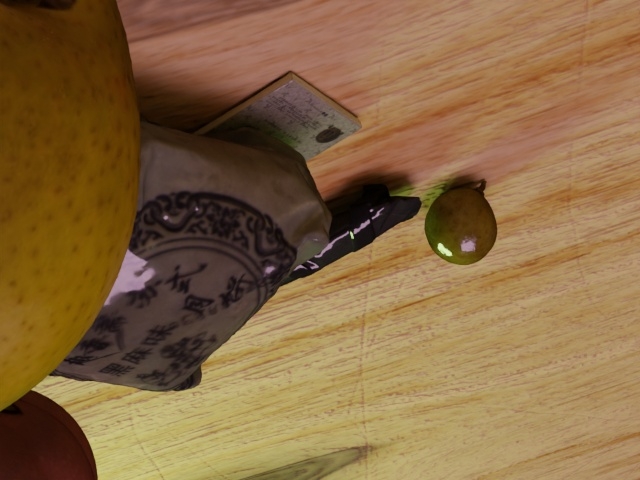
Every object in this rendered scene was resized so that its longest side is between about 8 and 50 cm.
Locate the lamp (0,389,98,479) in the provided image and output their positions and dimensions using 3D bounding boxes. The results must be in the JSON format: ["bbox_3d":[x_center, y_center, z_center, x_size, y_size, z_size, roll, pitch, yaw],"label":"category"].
[{"bbox_3d":[-0.344,0.208,1.726,0.305,0.240,0.305,-1,-165,0],"label":"lamp"}]

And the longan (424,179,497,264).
[{"bbox_3d":[0.133,-0.019,1.817,0.083,0.075,0.075,-59,157,-15],"label":"longan"}]

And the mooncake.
[{"bbox_3d":[-0.137,0.020,1.569,0.250,0.136,0.254,10,133,-43],"label":"mooncake"}]

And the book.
[{"bbox_3d":[-0.063,-0.074,1.634,0.172,0.012,0.118,-30,151,20],"label":"book"}]

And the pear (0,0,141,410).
[{"bbox_3d":[-0.291,-0.038,1.170,0.362,0.362,0.418,11,134,-45],"label":"pear"}]

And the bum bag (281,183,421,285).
[{"bbox_3d":[0.000,0.000,1.781,0.197,0.049,0.087,-28,176,15],"label":"bum bag"}]
